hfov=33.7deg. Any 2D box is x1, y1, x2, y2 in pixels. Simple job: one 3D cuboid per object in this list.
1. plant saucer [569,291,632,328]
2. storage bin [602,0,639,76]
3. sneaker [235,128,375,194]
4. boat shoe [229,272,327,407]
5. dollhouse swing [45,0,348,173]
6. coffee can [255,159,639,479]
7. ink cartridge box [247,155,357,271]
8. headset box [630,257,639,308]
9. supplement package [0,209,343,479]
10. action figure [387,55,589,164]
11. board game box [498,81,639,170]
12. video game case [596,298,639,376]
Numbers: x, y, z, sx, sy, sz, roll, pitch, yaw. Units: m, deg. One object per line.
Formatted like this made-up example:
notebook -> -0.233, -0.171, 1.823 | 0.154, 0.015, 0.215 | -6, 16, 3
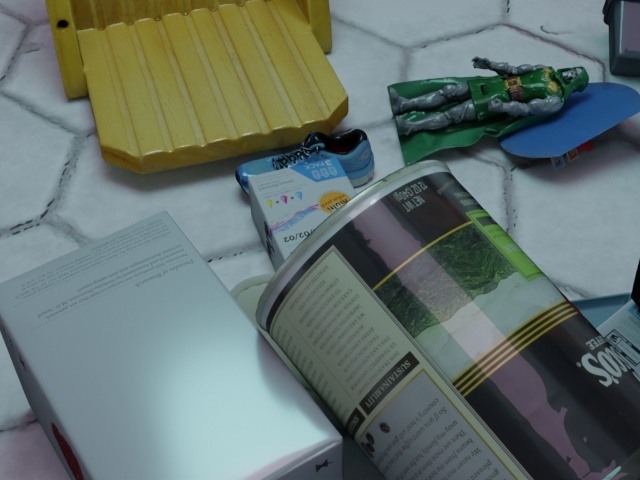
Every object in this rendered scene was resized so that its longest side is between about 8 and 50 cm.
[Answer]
plant saucer -> 0.228, 0.093, 1.048 | 0.192, 0.018, 0.067 | -6, 47, -7
storage bin -> 0.423, -0.253, 1.334 | 0.135, 0.098, 0.091 | 7, 75, 7
sneaker -> -0.019, -0.095, 1.192 | 0.162, 0.073, 0.063 | -14, 48, -12
boat shoe -> 0.066, 0.111, 0.979 | 0.325, 0.097, 0.116 | 13, 81, 15
dollhouse swing -> -0.150, -0.295, 1.254 | 0.347, 0.315, 0.305 | -12, 28, -11
coffee can -> 0.110, 0.104, 0.813 | 0.202, 0.201, 0.275 | -32, 70, -26
ink cartridge box -> 0.000, 0.000, 1.109 | 0.104, 0.061, 0.181 | -15, 48, -13
headset box -> 0.461, 0.075, 0.920 | 0.246, 0.131, 0.283 | -28, 62, -5
supplement package -> -0.129, 0.151, 0.888 | 0.175, 0.177, 0.293 | -26, 51, -21
action figure -> 0.201, -0.169, 1.248 | 0.232, 0.063, 0.137 | -12, 54, 3
board game box -> 0.294, -0.131, 1.242 | 0.169, 0.033, 0.133 | -28, 29, -10
video game case -> 0.359, 0.110, 1.014 | 0.143, 0.019, 0.157 | -33, 63, -27
